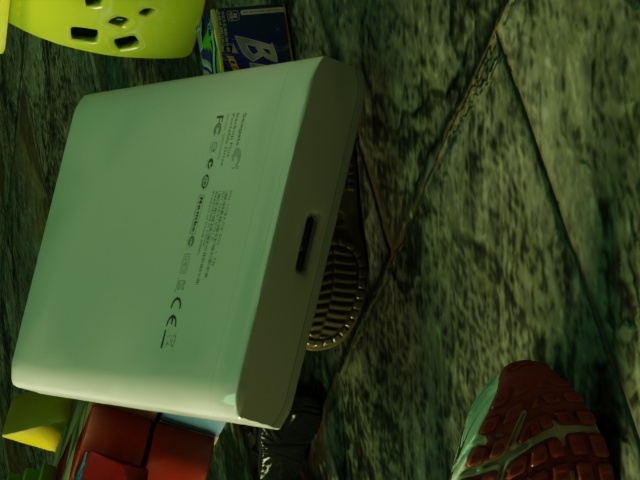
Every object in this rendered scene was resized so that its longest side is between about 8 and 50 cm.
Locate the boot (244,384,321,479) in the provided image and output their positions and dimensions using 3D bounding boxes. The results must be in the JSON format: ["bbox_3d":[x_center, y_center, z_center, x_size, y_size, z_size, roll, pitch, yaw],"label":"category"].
[{"bbox_3d":[-0.034,0.124,1.496,0.121,0.045,0.099,102,161,-45],"label":"boot"}]

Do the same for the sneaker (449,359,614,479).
[{"bbox_3d":[0.090,0.155,0.995,0.093,0.088,0.225,-118,27,-54],"label":"sneaker"}]

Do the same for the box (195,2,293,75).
[{"bbox_3d":[-0.047,-0.084,1.412,0.054,0.059,0.169,153,109,-71],"label":"box"}]

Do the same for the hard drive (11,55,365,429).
[{"bbox_3d":[-0.103,0.002,1.342,0.353,0.047,0.233,0,74,58],"label":"hard drive"}]

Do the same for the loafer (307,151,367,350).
[{"bbox_3d":[0.000,0.000,1.307,0.050,0.056,0.148,-168,82,-74],"label":"loafer"}]

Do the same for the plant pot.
[{"bbox_3d":[-0.214,-0.295,1.636,0.227,0.207,0.228,110,147,-57],"label":"plant pot"}]

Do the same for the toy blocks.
[{"bbox_3d":[-0.142,0.144,1.544,0.381,0.190,0.261,-83,15,-46],"label":"toy blocks"}]
